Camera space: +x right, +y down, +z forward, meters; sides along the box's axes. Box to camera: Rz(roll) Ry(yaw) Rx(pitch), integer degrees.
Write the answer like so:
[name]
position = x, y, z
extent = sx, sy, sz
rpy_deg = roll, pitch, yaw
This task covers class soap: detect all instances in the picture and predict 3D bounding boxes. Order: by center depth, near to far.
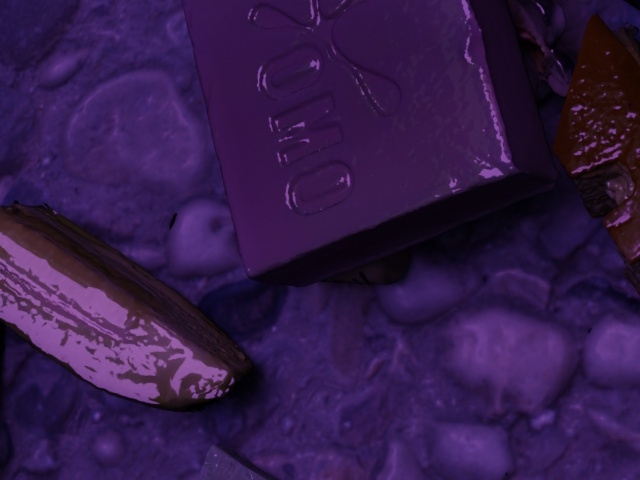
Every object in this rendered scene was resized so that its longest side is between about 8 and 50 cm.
[soap]
position = 0.039, -0.138, 1.537
extent = 0.285, 0.107, 0.296
rpy_deg = -24, 73, 27

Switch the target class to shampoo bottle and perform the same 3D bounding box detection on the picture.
[shampoo bottle]
position = 0.000, 0.000, 1.648
extent = 0.162, 0.079, 0.079
rpy_deg = 2, 77, 27

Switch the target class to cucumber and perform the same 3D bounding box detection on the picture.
[cucumber]
position = -0.210, 0.078, 1.698
extent = 0.325, 0.145, 0.105
rpy_deg = 30, 102, 16

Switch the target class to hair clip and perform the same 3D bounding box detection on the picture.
[hair clip]
position = 0.158, -0.228, 1.599
extent = 0.075, 0.146, 0.257
rpy_deg = -22, 62, -1

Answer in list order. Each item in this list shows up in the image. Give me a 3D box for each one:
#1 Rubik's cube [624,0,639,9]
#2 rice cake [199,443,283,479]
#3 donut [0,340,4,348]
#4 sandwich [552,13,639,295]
[Rubik's cube]
position = 0.291, -0.404, 1.458
extent = 0.362, 0.359, 0.363
rpy_deg = 41, 95, 27
[rice cake]
position = -0.008, 0.254, 1.602
extent = 0.245, 0.042, 0.045
rpy_deg = 22, 89, 29
[donut]
position = -0.434, 0.116, 1.704
extent = 0.160, 0.330, 0.330
rpy_deg = 4, 78, 21
[sandwich]
position = 0.274, -0.072, 1.511
extent = 0.128, 0.122, 0.235
rpy_deg = -33, 61, 11
